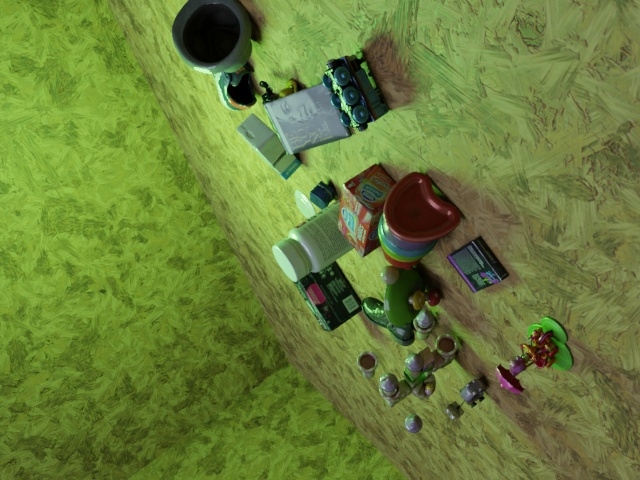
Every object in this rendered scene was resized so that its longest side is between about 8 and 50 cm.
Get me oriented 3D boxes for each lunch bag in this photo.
[{"bbox_3d":[0.008,-0.152,2.115,0.067,0.065,0.098,38,165,9],"label":"lunch bag"}]

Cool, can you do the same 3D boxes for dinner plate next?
[{"bbox_3d":[-0.060,-0.126,2.427,0.141,0.017,0.141,49,163,21],"label":"dinner plate"}]

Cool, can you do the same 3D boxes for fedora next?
[{"bbox_3d":[-0.310,-0.618,1.977,0.275,0.244,0.124,39,-174,23],"label":"fedora"}]

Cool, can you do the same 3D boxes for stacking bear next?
[{"bbox_3d":[0.225,-0.016,1.647,0.175,0.164,0.289,51,166,18],"label":"stacking bear"}]

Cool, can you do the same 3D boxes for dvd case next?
[{"bbox_3d":[-0.038,-0.337,1.798,0.221,0.018,0.165,-11,117,34],"label":"dvd case"}]

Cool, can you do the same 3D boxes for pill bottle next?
[{"bbox_3d":[0.000,0.000,2.040,0.160,0.283,0.160,48,160,24],"label":"pill bottle"}]

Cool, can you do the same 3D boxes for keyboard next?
[{"bbox_3d":[-0.151,-0.401,2.002,0.317,0.033,0.202,-118,12,-61],"label":"keyboard"}]

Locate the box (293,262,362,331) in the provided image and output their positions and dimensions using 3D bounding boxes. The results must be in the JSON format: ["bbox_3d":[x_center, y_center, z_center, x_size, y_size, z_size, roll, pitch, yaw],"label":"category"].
[{"bbox_3d":[0.026,0.210,2.538,0.247,0.163,0.142,58,166,-2],"label":"box"}]

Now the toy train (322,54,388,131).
[{"bbox_3d":[0.080,-0.350,1.516,0.080,0.105,0.184,1,124,58],"label":"toy train"}]

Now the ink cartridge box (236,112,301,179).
[{"bbox_3d":[-0.173,-0.316,2.176,0.148,0.086,0.203,45,179,35],"label":"ink cartridge box"}]

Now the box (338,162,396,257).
[{"bbox_3d":[0.137,-0.078,1.807,0.128,0.122,0.257,51,162,20],"label":"box"}]

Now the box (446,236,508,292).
[{"bbox_3d":[0.379,0.062,1.566,0.116,0.029,0.162,54,164,5],"label":"box"}]

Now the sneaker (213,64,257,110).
[{"bbox_3d":[-0.308,-0.589,2.127,0.148,0.131,0.350,22,147,50],"label":"sneaker"}]

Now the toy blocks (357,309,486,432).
[{"bbox_3d":[0.301,0.386,1.904,0.309,0.288,0.260,52,167,26],"label":"toy blocks"}]

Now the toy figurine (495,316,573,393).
[{"bbox_3d":[0.474,0.275,1.469,0.130,0.159,0.173,44,158,34],"label":"toy figurine"}]

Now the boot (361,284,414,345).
[{"bbox_3d":[0.235,0.210,2.142,0.263,0.091,0.229,38,150,36],"label":"boot"}]

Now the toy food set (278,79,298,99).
[{"bbox_3d":[-0.078,-0.374,1.951,0.128,0.071,0.218,39,155,45],"label":"toy food set"}]

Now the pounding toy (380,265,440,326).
[{"bbox_3d":[0.267,0.140,1.830,0.110,0.183,0.237,6,129,35],"label":"pounding toy"}]
